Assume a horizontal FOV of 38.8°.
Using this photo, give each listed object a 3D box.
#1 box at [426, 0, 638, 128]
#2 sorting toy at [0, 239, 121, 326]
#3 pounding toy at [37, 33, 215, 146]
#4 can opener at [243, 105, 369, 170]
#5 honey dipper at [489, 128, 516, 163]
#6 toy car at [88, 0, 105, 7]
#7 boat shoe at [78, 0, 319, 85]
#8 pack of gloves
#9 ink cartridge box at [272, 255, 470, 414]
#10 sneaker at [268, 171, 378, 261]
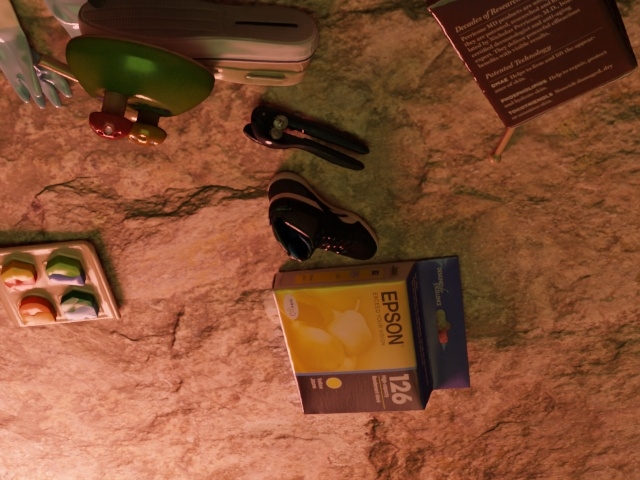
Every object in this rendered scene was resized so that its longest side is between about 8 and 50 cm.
[{"bbox_3d":[0.241,-0.278,1.061,0.167,0.168,0.203,-24,129,26],"label":"box"},{"bbox_3d":[-0.463,0.082,1.552,0.208,0.038,0.193,-2,135,6],"label":"sorting toy"},{"bbox_3d":[-0.245,-0.169,1.134,0.183,0.110,0.237,15,173,-35],"label":"pounding toy"},{"bbox_3d":[-0.016,-0.147,1.297,0.186,0.073,0.059,13,95,-14],"label":"can opener"},{"bbox_3d":[0.275,-0.165,1.273,0.030,0.030,0.160,12,137,-8],"label":"honey dipper"},{"bbox_3d":[-0.263,-0.352,1.042,0.155,0.149,0.188,38,134,-16],"label":"toy car"},{"bbox_3d":[-0.155,-0.247,1.161,0.302,0.109,0.094,6,139,-5],"label":"boat shoe"},{"bbox_3d":[-0.361,-0.266,1.194,0.195,0.046,0.232,-12,133,16],"label":"pack of gloves"},{"bbox_3d":[0.096,0.174,1.567,0.307,0.072,0.303,-4,125,11],"label":"ink cartridge box"},{"bbox_3d":[0.000,0.000,1.386,0.217,0.121,0.079,34,128,-27],"label":"sneaker"}]
